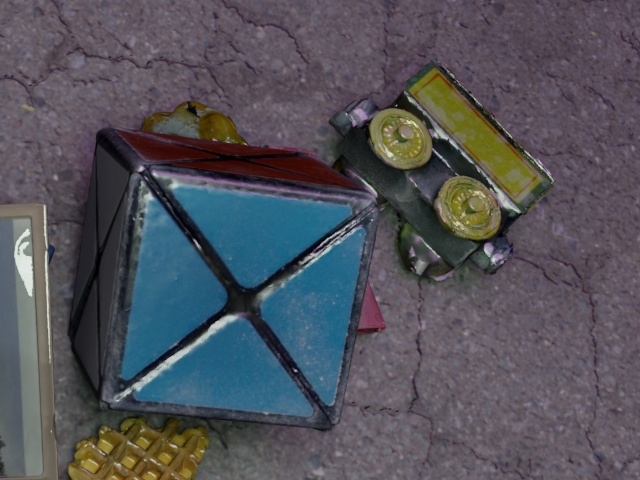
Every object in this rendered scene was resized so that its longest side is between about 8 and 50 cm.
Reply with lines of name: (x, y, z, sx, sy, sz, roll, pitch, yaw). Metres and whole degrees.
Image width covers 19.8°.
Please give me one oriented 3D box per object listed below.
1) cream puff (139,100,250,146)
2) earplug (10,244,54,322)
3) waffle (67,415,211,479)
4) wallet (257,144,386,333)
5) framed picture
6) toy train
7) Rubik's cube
cream puff: (-0.142, -0.075, 2.042, 0.156, 0.156, 0.121, -7, 28, -23)
earplug: (-0.424, 0.016, 1.887, 0.273, 0.132, 0.132, 23, 61, -6)
waffle: (-0.186, 0.267, 1.889, 0.160, 0.046, 0.192, 6, 54, -21)
wallet: (0.000, 0.000, 2.077, 0.119, 0.025, 0.232, 4, 60, -59)
framed picture: (-0.373, 0.110, 1.823, 0.213, 0.016, 0.289, -2, 91, -2)
toy train: (0.134, -0.076, 2.133, 0.261, 0.134, 0.177, 46, 52, 2)
Rubik's cube: (-0.105, 0.038, 1.871, 0.259, 0.255, 0.260, 5, 102, -16)
